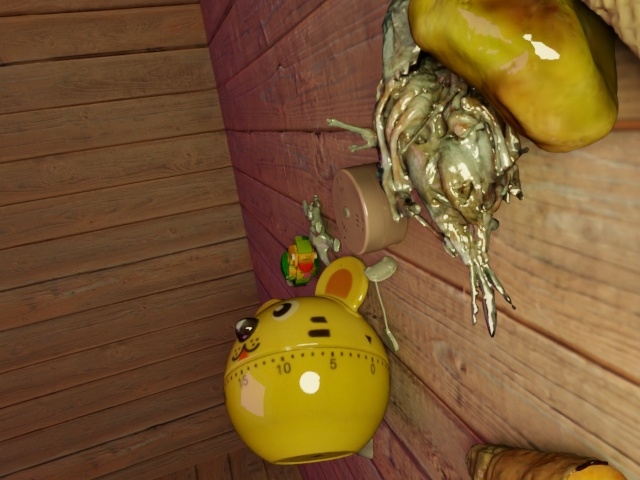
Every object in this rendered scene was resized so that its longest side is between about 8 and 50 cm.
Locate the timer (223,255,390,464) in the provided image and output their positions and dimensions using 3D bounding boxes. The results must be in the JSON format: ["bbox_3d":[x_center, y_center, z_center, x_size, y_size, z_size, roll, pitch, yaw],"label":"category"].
[{"bbox_3d":[-0.035,0.247,0.898,0.376,0.376,0.386,100,166,-54],"label":"timer"}]

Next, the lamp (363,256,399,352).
[{"bbox_3d":[0.129,0.126,0.801,0.050,0.056,0.198,46,157,58],"label":"lamp"}]

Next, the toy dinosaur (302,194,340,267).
[{"bbox_3d":[0.000,0.000,1.077,0.167,0.053,0.242,149,107,-74],"label":"toy dinosaur"}]

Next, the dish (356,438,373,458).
[{"bbox_3d":[0.081,0.522,1.200,0.191,0.066,0.190,167,90,-74],"label":"dish"}]

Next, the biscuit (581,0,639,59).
[{"bbox_3d":[0.237,-0.041,0.142,0.144,0.079,0.426,60,-172,-66],"label":"biscuit"}]

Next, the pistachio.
[{"bbox_3d":[0.152,-0.154,0.324,0.189,0.110,0.100,51,176,21],"label":"pistachio"}]

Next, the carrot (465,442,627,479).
[{"bbox_3d":[0.230,0.274,0.488,0.263,0.102,0.101,118,136,-73],"label":"carrot"}]

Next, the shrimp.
[{"bbox_3d":[0.103,-0.092,0.432,0.137,0.172,0.372,54,-150,-64],"label":"shrimp"}]

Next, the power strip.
[{"bbox_3d":[0.077,-0.056,0.726,0.154,0.078,0.154,166,90,-75],"label":"power strip"}]

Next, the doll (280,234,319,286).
[{"bbox_3d":[-0.059,0.055,1.223,0.186,0.106,0.134,121,144,-67],"label":"doll"}]

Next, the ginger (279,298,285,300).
[{"bbox_3d":[-0.112,0.268,1.609,0.115,0.081,0.205,68,165,-10],"label":"ginger"}]
